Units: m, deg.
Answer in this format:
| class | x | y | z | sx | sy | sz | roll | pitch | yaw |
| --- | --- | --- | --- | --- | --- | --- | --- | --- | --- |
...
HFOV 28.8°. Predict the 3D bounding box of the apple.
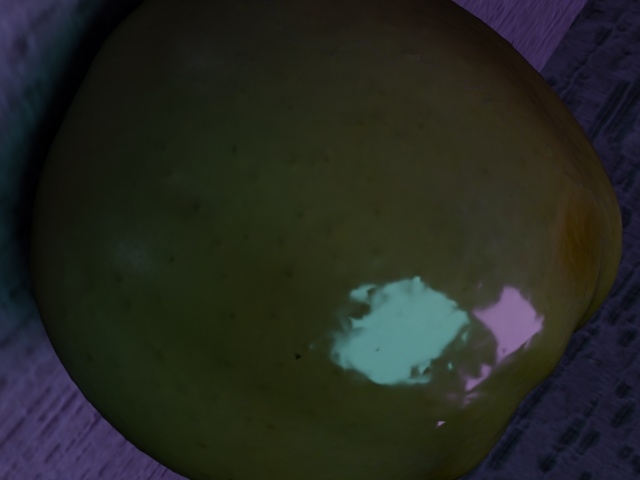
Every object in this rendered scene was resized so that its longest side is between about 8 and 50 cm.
| class | x | y | z | sx | sy | sz | roll | pitch | yaw |
| --- | --- | --- | --- | --- | --- | --- | --- | --- | --- |
| apple | 0.000 | 0.000 | 1.024 | 0.473 | 0.474 | 0.473 | -54 | 163 | -24 |
